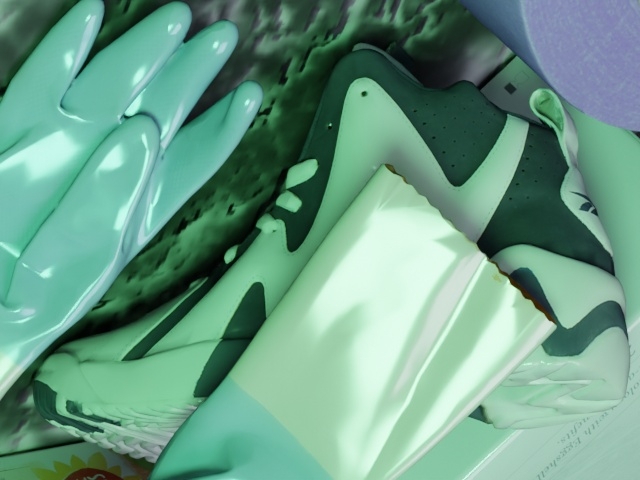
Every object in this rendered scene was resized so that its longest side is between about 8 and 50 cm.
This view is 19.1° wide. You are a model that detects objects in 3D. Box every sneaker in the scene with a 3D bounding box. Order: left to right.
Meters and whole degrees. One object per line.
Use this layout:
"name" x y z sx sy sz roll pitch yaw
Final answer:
"sneaker" 0.000 0.000 0.741 0.235 0.153 0.094 -12 153 27

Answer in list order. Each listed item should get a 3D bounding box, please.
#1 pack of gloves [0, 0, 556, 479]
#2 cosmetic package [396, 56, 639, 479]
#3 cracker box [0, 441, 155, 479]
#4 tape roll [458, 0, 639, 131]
"pack of gloves" -0.067 0.042 0.673 0.232 0.195 0.046 -46 180 8
"cosmetic package" 0.092 0.076 0.855 0.224 0.138 0.225 -44 145 4
"cracker box" -0.128 0.162 0.728 0.232 0.156 0.067 -6 132 -38
"tape roll" 0.158 -0.175 0.696 0.275 0.090 0.275 -24 140 -22
